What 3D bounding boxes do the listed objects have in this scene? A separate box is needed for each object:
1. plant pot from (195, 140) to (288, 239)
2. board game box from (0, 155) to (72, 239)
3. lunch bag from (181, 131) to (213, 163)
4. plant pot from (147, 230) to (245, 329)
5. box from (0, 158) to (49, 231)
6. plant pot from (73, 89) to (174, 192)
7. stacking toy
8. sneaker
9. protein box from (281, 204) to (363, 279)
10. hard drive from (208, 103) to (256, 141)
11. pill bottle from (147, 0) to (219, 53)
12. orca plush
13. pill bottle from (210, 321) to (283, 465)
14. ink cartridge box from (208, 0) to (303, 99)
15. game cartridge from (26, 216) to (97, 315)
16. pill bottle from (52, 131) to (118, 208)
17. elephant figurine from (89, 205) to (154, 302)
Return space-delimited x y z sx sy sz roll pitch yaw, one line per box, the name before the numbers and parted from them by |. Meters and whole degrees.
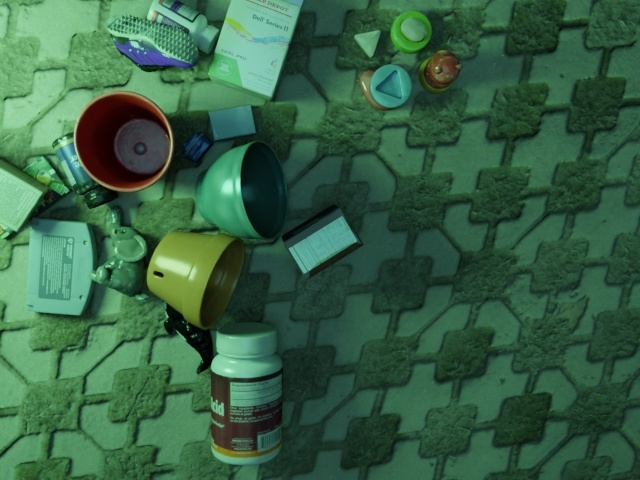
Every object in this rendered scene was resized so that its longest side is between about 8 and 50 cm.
plant pot | -0.248 -0.140 1.668 0.196 0.293 0.293 -4 97 22
board game box | -0.914 -0.132 1.711 0.259 0.030 0.136 -36 96 -1
lunch bag | -0.388 -0.289 1.724 0.065 0.067 0.098 41 92 -7
plant pot | -0.381 0.098 1.674 0.203 0.291 0.291 19 94 9
box | -0.968 -0.173 1.592 0.311 0.121 0.148 35 91 -21
plant pot | -0.544 -0.279 1.622 0.275 0.243 0.275 -1 96 -6
stacking toy | 0.267 -0.567 1.727 0.309 0.130 0.280 -23 98 -3
sneaker | -0.485 -0.558 1.650 0.293 0.146 0.102 24 57 10
protein box | 0.000 0.000 1.723 0.201 0.200 0.136 -31 98 -2
hard drive | -0.277 -0.370 1.749 0.135 0.022 0.094 -11 97 -4
pill bottle | -0.407 -0.644 1.666 0.193 0.108 0.108 28 93 -7
orca plush | -0.422 0.289 1.762 0.151 0.102 0.287 -13 97 -4
pill bottle | -0.230 0.468 1.738 0.224 0.224 0.392 0 95 -5
ink cartridge box | -0.187 -0.628 1.683 0.207 0.119 0.353 18 94 -7
game cartridge | -0.801 0.082 1.730 0.196 0.060 0.294 7 96 -3
pill bottle | -0.701 -0.213 1.675 0.122 0.123 0.219 -25 98 -3
elephant figurine | -0.587 0.037 1.705 0.186 0.169 0.239 33 75 -36
